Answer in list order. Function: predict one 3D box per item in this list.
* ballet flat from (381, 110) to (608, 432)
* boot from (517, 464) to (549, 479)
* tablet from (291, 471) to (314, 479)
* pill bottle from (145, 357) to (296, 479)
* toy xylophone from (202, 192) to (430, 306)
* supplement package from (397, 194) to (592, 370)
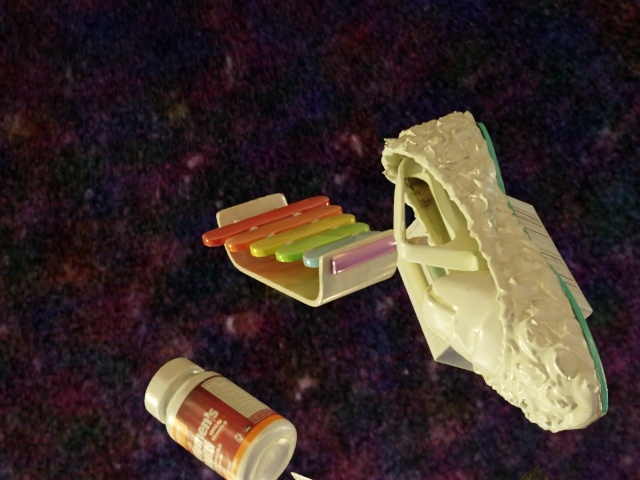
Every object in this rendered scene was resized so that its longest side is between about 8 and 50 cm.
[{"bbox_3d":[0.151,0.029,0.946,0.147,0.409,0.147,-9,138,-8],"label":"ballet flat"},{"bbox_3d":[0.426,0.549,1.783,0.083,0.161,0.246,-48,164,33],"label":"boot"},{"bbox_3d":[-0.021,0.501,1.883,0.006,0.083,0.054,-51,124,-26],"label":"tablet"},{"bbox_3d":[-0.153,0.272,1.380,0.121,0.221,0.121,-38,143,-36],"label":"pill bottle"},{"bbox_3d":[0.000,0.000,1.266,0.236,0.322,0.081,-23,113,-35],"label":"toy xylophone"},{"bbox_3d":[0.283,0.065,1.577,0.198,0.263,0.199,18,126,-32],"label":"supplement package"}]
